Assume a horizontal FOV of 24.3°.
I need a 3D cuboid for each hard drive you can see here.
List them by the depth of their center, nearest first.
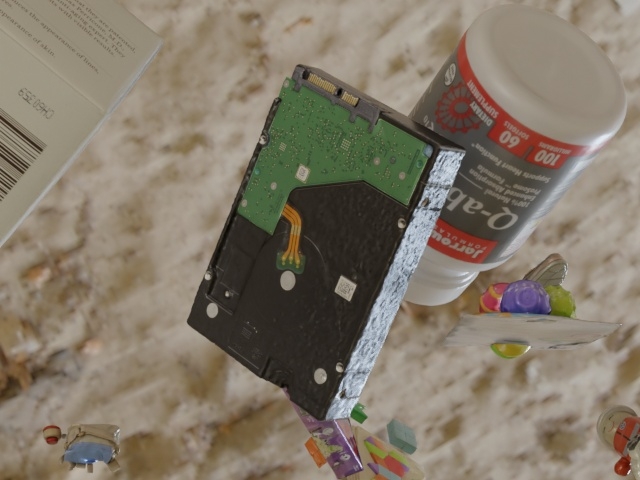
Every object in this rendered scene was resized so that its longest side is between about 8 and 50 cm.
[{"bbox_3d":[0.000,0.000,1.670,0.064,0.237,0.339,2,114,-52],"label":"hard drive"}]

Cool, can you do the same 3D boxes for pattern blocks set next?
[{"bbox_3d":[0.097,0.356,2.188,0.285,0.325,0.026,27,118,-33],"label":"pattern blocks set"}]

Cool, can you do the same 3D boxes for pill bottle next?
[{"bbox_3d":[0.192,-0.092,1.809,0.210,0.210,0.363,-3,144,-33],"label":"pill bottle"}]

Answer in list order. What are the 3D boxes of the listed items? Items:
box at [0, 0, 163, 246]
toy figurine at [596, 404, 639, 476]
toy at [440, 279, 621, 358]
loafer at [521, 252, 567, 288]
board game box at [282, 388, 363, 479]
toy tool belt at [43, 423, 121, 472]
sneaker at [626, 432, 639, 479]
[{"bbox_3d":[-0.243,-0.116,1.051,0.182,0.119,0.181,39,124,-10],"label":"box"},{"bbox_3d":[0.484,0.289,1.942,0.209,0.148,0.213,-24,104,-8],"label":"toy figurine"},{"bbox_3d":[0.190,0.069,1.392,0.137,0.056,0.237,2,167,0],"label":"toy"},{"bbox_3d":[0.247,0.053,1.732,0.045,0.039,0.125,-4,140,-25],"label":"loafer"},{"bbox_3d":[-0.030,0.155,2.018,0.056,0.208,0.347,-17,141,8],"label":"board game box"},{"bbox_3d":[-0.256,0.224,1.593,0.083,0.051,0.052,2,148,-11],"label":"toy tool belt"},{"bbox_3d":[0.427,0.220,1.515,0.279,0.118,0.107,-14,171,-30],"label":"sneaker"}]
